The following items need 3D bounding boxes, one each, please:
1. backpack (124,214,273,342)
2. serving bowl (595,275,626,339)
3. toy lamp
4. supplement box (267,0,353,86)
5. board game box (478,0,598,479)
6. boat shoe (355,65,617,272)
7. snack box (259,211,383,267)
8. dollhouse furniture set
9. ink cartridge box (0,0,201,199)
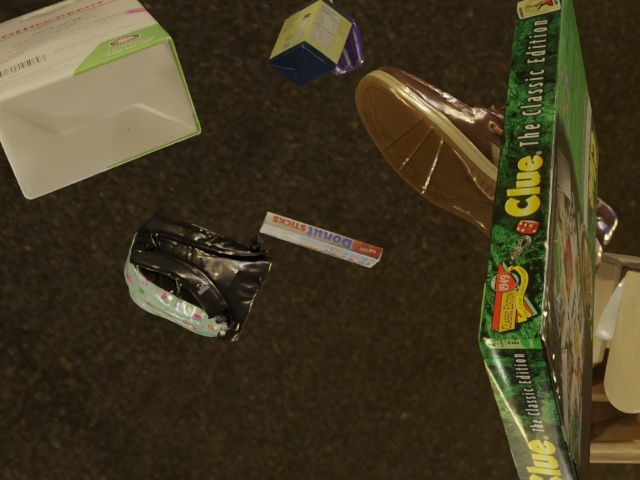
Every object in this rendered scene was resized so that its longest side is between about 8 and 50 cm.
[{"bbox_3d":[-0.170,0.050,1.420,0.115,0.182,0.152,113,0,-50],"label":"backpack"},{"bbox_3d":[0.348,0.081,1.234,0.083,0.027,0.083,-44,150,-33],"label":"serving bowl"},{"bbox_3d":[-0.011,-0.377,1.584,0.080,0.080,0.274,-29,99,-26],"label":"toy lamp"},{"bbox_3d":[-0.013,-0.257,1.390,0.056,0.083,0.083,33,63,-27],"label":"supplement box"},{"bbox_3d":[0.112,-0.009,0.522,0.259,0.030,0.136,-75,150,-43],"label":"board game box"},{"bbox_3d":[0.196,-0.095,1.234,0.123,0.342,0.123,-51,177,-27],"label":"boat shoe"},{"bbox_3d":[0.000,0.000,1.592,0.178,0.064,0.022,18,76,-5],"label":"snack box"},{"bbox_3d":[0.455,0.175,1.208,0.362,0.394,0.256,7,97,-30],"label":"dollhouse furniture set"},{"bbox_3d":[-0.285,-0.191,1.267,0.207,0.353,0.119,-22,118,-9],"label":"ink cartridge box"}]
